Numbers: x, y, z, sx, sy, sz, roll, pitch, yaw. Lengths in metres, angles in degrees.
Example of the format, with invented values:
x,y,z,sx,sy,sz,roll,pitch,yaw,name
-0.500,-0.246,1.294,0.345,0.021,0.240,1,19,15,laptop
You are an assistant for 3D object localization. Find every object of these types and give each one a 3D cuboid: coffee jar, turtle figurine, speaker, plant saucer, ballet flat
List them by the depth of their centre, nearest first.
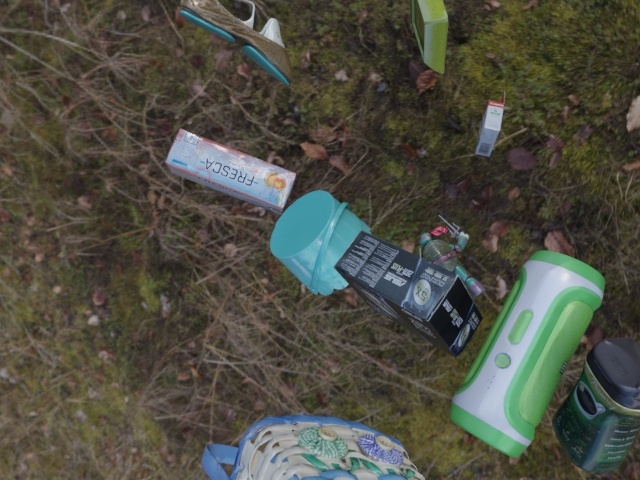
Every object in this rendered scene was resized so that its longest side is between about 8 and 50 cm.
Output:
x,y,z,sx,sy,sz,roll,pitch,yaw,name
0.381,0.218,0.653,0.079,0.096,0.184,-2,127,-6,coffee jar
0.314,0.168,0.752,0.131,0.131,0.296,28,82,22,speaker
0.250,-0.515,1.155,0.045,0.188,0.188,-13,69,6,plant saucer
-0.187,-0.543,1.272,0.343,0.116,0.124,28,95,-23,ballet flat
0.316,0.057,1.280,0.175,0.118,0.234,-35,72,22,turtle figurine

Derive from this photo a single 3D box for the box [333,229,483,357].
x,y,z,sx,sy,sz,roll,pitch,yaw,name
0.132,0.079,0.740,0.180,0.147,0.077,28,76,41,box

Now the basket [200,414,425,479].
x,y,z,sx,sy,sz,roll,pitch,yaw,name
0.000,0.319,0.604,0.289,0.255,0.200,-19,57,64,basket

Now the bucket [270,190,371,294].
x,y,z,sx,sy,sz,roll,pitch,yaw,name
0.000,0.000,1.451,0.281,0.281,0.183,-20,133,36,bucket

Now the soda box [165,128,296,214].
x,y,z,sx,sy,sz,roll,pitch,yaw,name
-0.132,-0.100,0.736,0.183,0.063,0.058,21,81,-4,soda box

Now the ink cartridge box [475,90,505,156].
x,y,z,sx,sy,sz,roll,pitch,yaw,name
0.305,-0.213,0.887,0.029,0.115,0.062,14,145,9,ink cartridge box
